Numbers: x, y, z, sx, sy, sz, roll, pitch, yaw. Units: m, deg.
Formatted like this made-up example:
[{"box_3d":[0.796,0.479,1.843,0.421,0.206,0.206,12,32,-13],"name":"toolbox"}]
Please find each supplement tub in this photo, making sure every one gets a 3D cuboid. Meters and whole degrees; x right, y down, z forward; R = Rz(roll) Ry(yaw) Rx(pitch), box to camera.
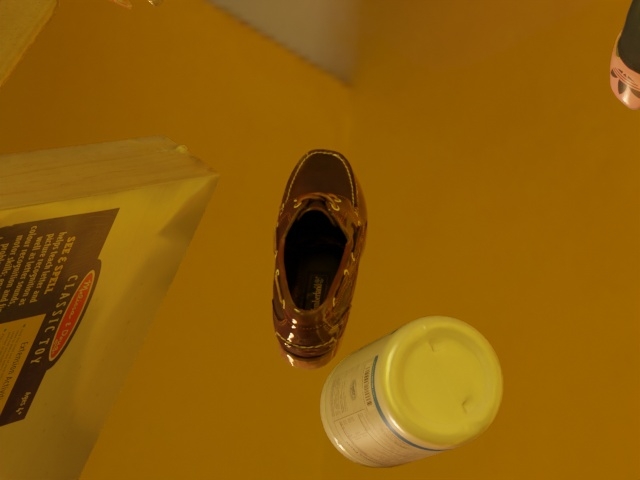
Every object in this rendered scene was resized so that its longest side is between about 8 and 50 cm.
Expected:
[{"box_3d":[0.048,0.083,0.978,0.071,0.071,0.107,13,-16,-14],"name":"supplement tub"}]

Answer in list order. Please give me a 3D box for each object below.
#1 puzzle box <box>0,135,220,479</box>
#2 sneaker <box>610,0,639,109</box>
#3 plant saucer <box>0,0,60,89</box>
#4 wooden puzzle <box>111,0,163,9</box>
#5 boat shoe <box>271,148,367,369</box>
[{"box_3d":[-0.227,0.129,1.094,0.052,0.409,0.272,35,21,21],"name":"puzzle box"},{"box_3d":[0.359,-0.179,1.559,0.319,0.112,0.131,-6,-43,-42],"name":"sneaker"},{"box_3d":[-0.367,-0.242,1.433,0.081,0.333,0.333,-19,-62,25],"name":"plant saucer"},{"box_3d":[-0.160,-0.254,1.663,0.078,0.116,0.014,31,-32,-1],"name":"wooden puzzle"},{"box_3d":[0.000,0.000,1.433,0.073,0.207,0.073,-1,-41,3],"name":"boat shoe"}]
